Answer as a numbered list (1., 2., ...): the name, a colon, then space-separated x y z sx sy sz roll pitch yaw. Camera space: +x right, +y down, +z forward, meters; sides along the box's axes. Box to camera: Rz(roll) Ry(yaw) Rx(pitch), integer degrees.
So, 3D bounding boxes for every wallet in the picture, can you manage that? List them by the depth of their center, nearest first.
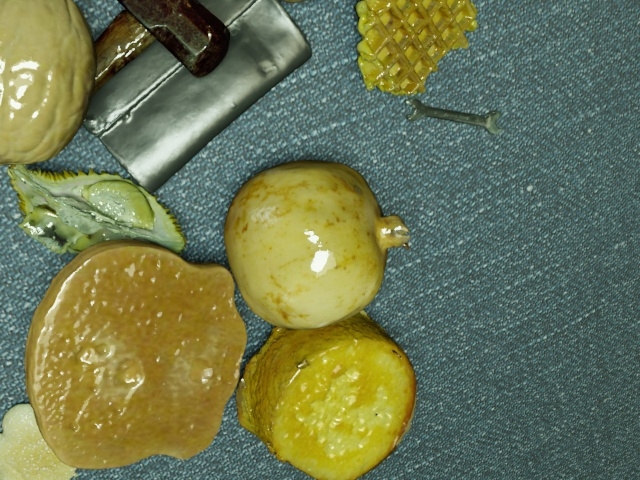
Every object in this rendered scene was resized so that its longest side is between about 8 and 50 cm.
1. wallet: -0.232 -0.298 0.994 0.406 0.062 0.228 -42 106 -4

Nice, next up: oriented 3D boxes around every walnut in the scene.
1. walnut: -0.424 -0.229 0.767 0.225 0.225 0.260 15 94 -22

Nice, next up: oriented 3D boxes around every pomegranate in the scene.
1. pomegranate: 0.000 0.000 1.027 0.343 0.342 0.342 -5 107 -17

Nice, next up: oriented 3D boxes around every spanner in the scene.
1. spanner: 0.296 -0.274 1.217 0.255 0.015 0.054 4 106 -20

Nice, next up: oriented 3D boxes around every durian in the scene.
1. durian: -0.398 -0.038 0.965 0.306 0.166 0.172 31 96 -30

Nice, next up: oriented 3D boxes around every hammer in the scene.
1. hammer: -0.370 -0.277 0.900 0.409 0.095 0.242 -44 88 -1

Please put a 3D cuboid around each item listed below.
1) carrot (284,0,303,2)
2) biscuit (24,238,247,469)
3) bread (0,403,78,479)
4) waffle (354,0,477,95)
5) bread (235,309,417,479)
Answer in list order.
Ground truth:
1. carrot: 0.038 -0.533 0.991 0.302 0.139 0.138 -35 113 -6
2. biscuit: -0.305 0.195 0.952 0.365 0.062 0.384 10 92 -34
3. bread: -0.558 0.414 1.100 0.182 0.039 0.250 32 100 -20
4. waffle: 0.191 -0.422 1.083 0.301 0.058 0.281 -33 132 -15
5. bread: 0.027 0.328 1.194 0.399 0.215 0.397 -6 106 -23
